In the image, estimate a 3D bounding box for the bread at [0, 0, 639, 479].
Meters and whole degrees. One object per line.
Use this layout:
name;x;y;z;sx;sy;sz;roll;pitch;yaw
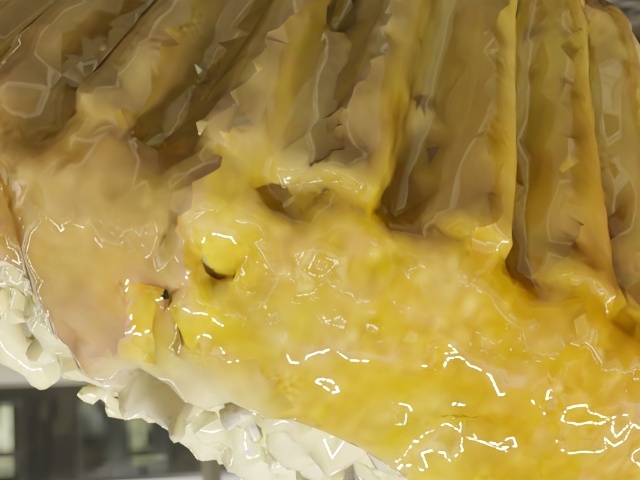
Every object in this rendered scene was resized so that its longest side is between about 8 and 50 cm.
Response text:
bread;0.000;0.000;0.447;0.274;0.149;0.274;18;168;4
